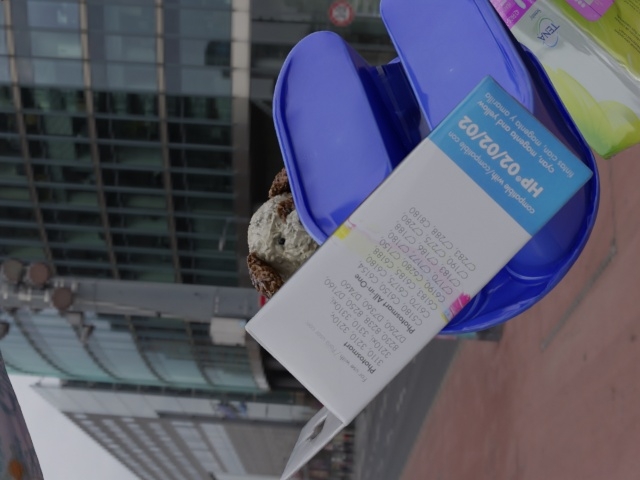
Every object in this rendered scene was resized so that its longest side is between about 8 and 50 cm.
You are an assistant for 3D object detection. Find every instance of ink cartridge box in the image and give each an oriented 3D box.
[{"bbox_3d":[0.029,0.017,0.392,0.181,0.061,0.104,-46,-2,4],"label":"ink cartridge box"}]

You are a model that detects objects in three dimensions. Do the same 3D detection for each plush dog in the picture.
[{"bbox_3d":[0.000,0.000,1.317,0.210,0.225,0.262,108,177,-67],"label":"plush dog"}]

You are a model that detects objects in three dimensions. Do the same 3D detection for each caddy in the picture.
[{"bbox_3d":[0.104,-0.081,0.778,0.179,0.241,0.341,41,-154,-47],"label":"caddy"}]

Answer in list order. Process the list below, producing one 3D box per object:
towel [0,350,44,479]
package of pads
[{"bbox_3d":[-0.399,0.237,0.786,0.090,0.374,0.320,8,-134,-56],"label":"towel"},{"bbox_3d":[0.315,-0.243,1.032,0.101,0.296,0.229,-49,1,-8],"label":"package of pads"}]
